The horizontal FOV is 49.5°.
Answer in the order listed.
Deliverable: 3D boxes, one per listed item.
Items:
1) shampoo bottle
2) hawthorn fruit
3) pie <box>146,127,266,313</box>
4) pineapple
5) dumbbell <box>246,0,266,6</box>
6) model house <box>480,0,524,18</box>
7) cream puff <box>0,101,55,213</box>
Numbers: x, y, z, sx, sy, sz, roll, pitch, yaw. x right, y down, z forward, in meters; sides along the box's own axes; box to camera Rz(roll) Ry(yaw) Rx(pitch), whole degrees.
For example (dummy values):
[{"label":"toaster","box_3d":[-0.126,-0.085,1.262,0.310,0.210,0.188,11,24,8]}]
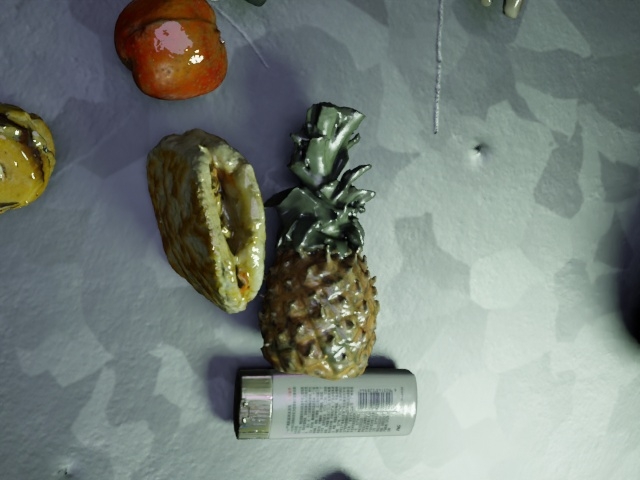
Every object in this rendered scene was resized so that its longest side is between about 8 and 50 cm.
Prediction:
[{"label":"shampoo bottle","box_3d":[0.007,0.205,0.872,0.227,0.056,0.086,2,97,-14]},{"label":"hawthorn fruit","box_3d":[-0.163,-0.214,0.766,0.127,0.128,0.128,-1,95,-14]},{"label":"pie","box_3d":[-0.124,-0.020,0.767,0.084,0.178,0.205,-18,99,-29]},{"label":"pineapple","box_3d":[0.000,0.000,0.806,0.170,0.141,0.310,3,91,-51]},{"label":"dumbbell","box_3d":[-0.150,-0.388,0.717,0.388,0.185,0.185,24,89,-15]},{"label":"model house","box_3d":[0.196,-0.407,0.835,0.188,0.122,0.230,20,76,-2]},{"label":"cream puff","box_3d":[-0.350,-0.095,0.733,0.119,0.104,0.133,-41,120,15]}]
